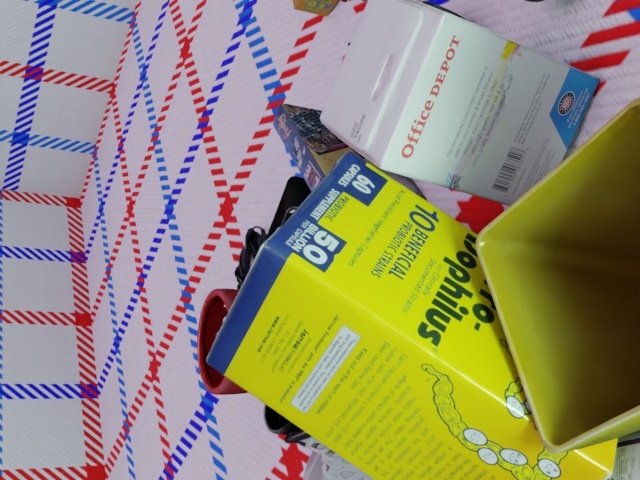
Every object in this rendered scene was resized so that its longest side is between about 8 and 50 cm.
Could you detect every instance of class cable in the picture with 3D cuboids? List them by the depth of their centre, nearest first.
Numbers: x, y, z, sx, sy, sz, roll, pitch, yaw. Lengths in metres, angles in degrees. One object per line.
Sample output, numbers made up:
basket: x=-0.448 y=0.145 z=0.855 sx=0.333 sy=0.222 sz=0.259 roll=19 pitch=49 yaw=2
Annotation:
cable: x=-0.146 y=0.071 z=1.622 sx=0.150 sy=0.047 sz=0.185 roll=-44 pitch=48 yaw=51

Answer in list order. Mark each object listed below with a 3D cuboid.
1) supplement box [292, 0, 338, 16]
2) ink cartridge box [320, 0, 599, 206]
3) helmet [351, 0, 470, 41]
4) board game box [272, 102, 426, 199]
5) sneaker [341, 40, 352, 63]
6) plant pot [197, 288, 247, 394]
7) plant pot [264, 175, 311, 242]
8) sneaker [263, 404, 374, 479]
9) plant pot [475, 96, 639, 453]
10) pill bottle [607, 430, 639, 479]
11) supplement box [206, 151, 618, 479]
supplement box: x=-0.018 y=-0.548 z=1.467 sx=0.080 sy=0.078 sz=0.234 roll=-42 pitch=48 yaw=52
ink cartridge box: x=0.154 y=-0.160 z=0.886 sx=0.168 sy=0.232 sz=0.171 roll=46 pitch=117 yaw=55
helmet: x=0.118 y=-0.254 z=1.065 sx=0.169 sy=0.161 sz=0.170 roll=-19 pitch=69 yaw=60
board game box: x=0.038 y=-0.126 z=1.188 sx=0.042 sy=0.165 sz=0.243 roll=-66 pitch=32 yaw=30
sneaker: x=0.076 y=-0.322 z=1.270 sx=0.119 sy=0.057 sz=0.047 roll=-48 pitch=43 yaw=47
plant pot: x=-0.119 y=0.187 z=1.413 sx=0.191 sy=0.174 sz=0.191 roll=-20 pitch=67 yaw=59
plant pot: x=0.000 y=0.000 z=1.240 sx=0.167 sy=0.188 sz=0.188 roll=-103 pitch=30 yaw=-56
sneaker: x=0.012 y=0.248 z=1.066 sx=0.448 sy=0.257 sz=0.169 roll=-59 pitch=37 yaw=39
plant pot: x=0.292 y=0.042 z=0.648 sx=0.212 sy=0.187 sz=0.212 roll=-47 pitch=45 yaw=44
pill bottle: x=0.311 y=0.214 z=0.671 sx=0.193 sy=0.108 sz=0.108 roll=-40 pitch=51 yaw=54
supplement box: x=0.101 y=0.111 z=0.781 sx=0.194 sy=0.356 sz=0.195 roll=-52 pitch=-6 yaw=-48
